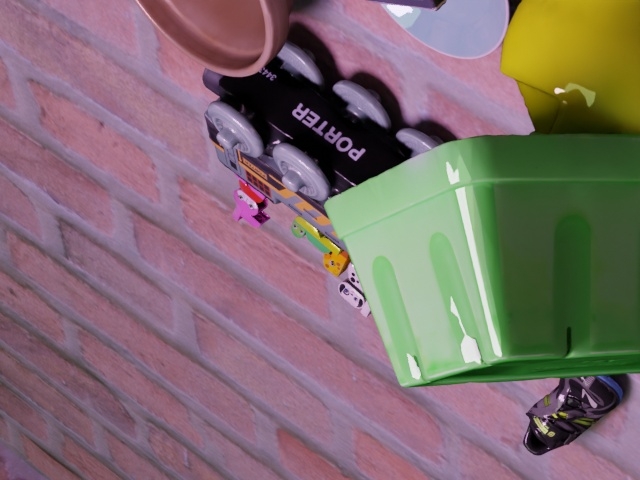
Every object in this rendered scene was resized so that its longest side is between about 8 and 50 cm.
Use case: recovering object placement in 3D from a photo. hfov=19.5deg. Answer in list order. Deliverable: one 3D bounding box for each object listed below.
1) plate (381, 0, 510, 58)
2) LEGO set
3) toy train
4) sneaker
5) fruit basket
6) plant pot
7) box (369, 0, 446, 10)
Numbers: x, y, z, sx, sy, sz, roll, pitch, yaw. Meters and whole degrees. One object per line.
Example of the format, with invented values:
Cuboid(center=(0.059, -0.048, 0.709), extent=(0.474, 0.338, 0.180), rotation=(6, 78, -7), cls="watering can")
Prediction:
Cuboid(center=(0.105, -0.251, 1.715), extent=(0.188, 0.024, 0.188), rotation=(35, 150, 25), cls="plate")
Cuboid(center=(0.000, 0.000, 2.122), extent=(0.227, 0.087, 0.093), rotation=(41, 137, 14), cls="LEGO set")
Cuboid(center=(0.014, -0.079, 1.967), extent=(0.334, 0.142, 0.190), rotation=(36, 163, 19), cls="toy train")
Cuboid(center=(0.266, 0.183, 1.988), extent=(0.067, 0.078, 0.188), rotation=(43, 152, 10), cls="sneaker")
Cuboid(center=(0.214, -0.077, 1.513), extent=(0.392, 0.392, 0.283), rotation=(52, 152, -8), cls="fruit basket")
Cuboid(center=(-0.101, -0.291, 1.869), extent=(0.237, 0.110, 0.237), rotation=(36, 151, 23), cls="plant pot")
Cuboid(center=(0.089, -0.299, 1.531), extent=(0.093, 0.156, 0.158), rotation=(16, 138, 48), cls="box")
